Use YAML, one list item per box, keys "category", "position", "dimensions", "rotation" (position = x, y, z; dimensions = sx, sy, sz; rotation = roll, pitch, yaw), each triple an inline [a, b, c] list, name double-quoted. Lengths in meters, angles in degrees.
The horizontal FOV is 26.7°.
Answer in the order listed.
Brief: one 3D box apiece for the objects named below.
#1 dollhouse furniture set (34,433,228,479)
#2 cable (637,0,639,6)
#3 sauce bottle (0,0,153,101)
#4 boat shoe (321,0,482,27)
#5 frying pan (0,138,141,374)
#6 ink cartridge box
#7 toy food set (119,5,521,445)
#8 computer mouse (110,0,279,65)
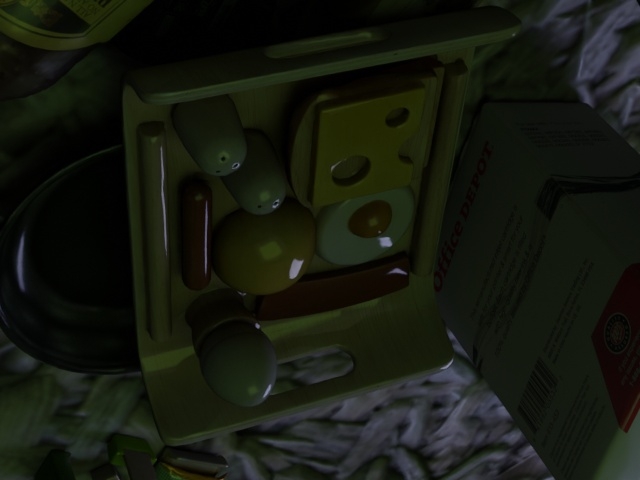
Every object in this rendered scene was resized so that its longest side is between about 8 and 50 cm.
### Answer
- category: "dollhouse furniture set"
  position: [-0.137, 0.198, 1.027]
  dimensions: [0.152, 0.058, 0.076]
  rotation: [17, 119, -37]
- category: "cable"
  position: [0.234, -0.134, 0.818]
  dimensions: [0.140, 0.287, 0.072]
  rotation: [8, 166, -20]
- category: "sauce bottle"
  position: [-0.134, -0.149, 0.686]
  dimensions: [0.344, 0.111, 0.111]
  rotation: [-41, 134, 10]
- category: "boat shoe"
  position: [0.113, -0.227, 0.759]
  dimensions: [0.089, 0.104, 0.285]
  rotation: [18, 129, -42]
- category: "frying pan"
  position: [-0.178, 0.017, 0.852]
  dimensions: [0.326, 0.053, 0.197]
  rotation: [-8, 132, -19]
- category: "ink cartridge box"
  position: [0.180, 0.037, 0.921]
  dimensions: [0.100, 0.237, 0.172]
  rotation: [-4, 130, -28]
- category: "toy food set"
  position: [0.000, 0.000, 0.825]
  dimensions: [0.220, 0.092, 0.306]
  rotation: [-14, 140, -17]
- category: "computer mouse"
  position: [-0.027, -0.128, 0.818]
  dimensions: [0.242, 0.041, 0.071]
  rotation: [7, 134, -39]
